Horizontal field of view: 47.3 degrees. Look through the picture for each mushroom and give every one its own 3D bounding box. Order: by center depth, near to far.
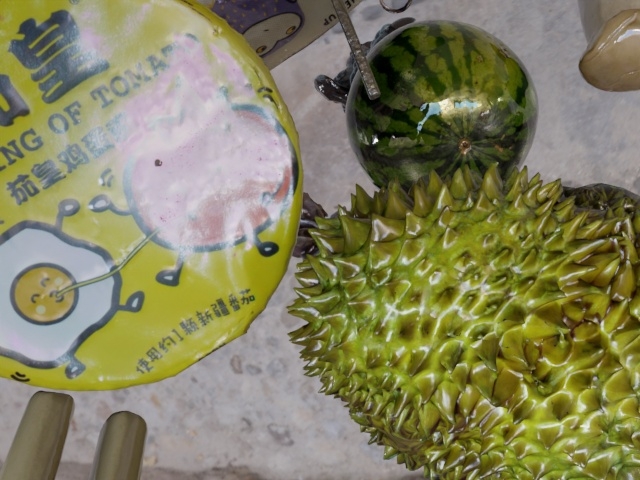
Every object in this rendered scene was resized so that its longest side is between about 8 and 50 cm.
[{"bbox_3d":[0.450,-0.366,1.081,0.137,0.407,0.154,-7,137,28],"label":"mushroom"}]

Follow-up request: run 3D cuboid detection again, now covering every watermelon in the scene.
[{"bbox_3d":[0.179,-0.183,1.091,0.285,0.285,0.285,12,116,26],"label":"watermelon"}]

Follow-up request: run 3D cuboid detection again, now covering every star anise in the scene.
[{"bbox_3d":[0.000,0.000,1.319,0.089,0.209,0.231,-52,43,33],"label":"star anise"}]

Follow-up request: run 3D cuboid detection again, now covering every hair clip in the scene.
[{"bbox_3d":[0.122,-0.331,1.521,0.206,0.310,0.194,-45,100,-4],"label":"hair clip"}]

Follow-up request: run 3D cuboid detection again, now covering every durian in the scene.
[{"bbox_3d":[0.120,0.067,0.482,0.291,0.291,0.224,6,93,29],"label":"durian"}]

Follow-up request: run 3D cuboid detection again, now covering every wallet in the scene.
[{"bbox_3d":[-0.037,-0.328,0.974,0.335,0.275,0.068,-32,67,12],"label":"wallet"}]

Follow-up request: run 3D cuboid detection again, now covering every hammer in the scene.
[{"bbox_3d":[-0.005,-0.261,0.648,0.029,0.058,0.292,-22,89,8],"label":"hammer"}]

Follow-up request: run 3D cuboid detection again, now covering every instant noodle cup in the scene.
[{"bbox_3d":[-0.200,-0.060,0.659,0.254,0.326,0.325,-144,39,-70],"label":"instant noodle cup"}]

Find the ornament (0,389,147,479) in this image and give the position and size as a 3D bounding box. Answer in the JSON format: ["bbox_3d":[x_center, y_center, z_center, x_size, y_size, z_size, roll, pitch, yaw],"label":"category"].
[{"bbox_3d":[-0.147,0.217,0.279,0.061,0.245,0.230,24,131,-21],"label":"ornament"}]
